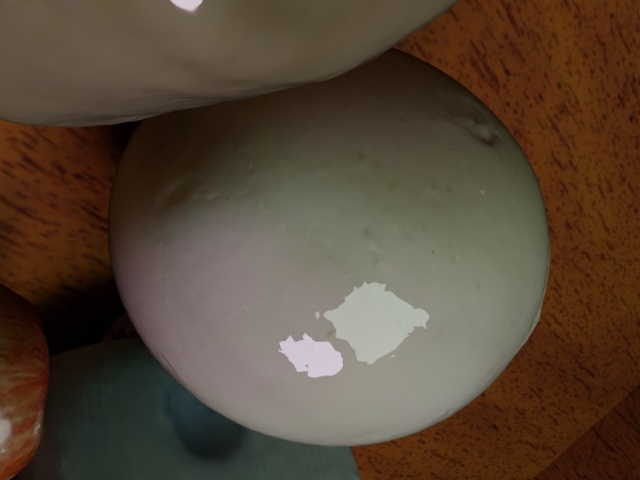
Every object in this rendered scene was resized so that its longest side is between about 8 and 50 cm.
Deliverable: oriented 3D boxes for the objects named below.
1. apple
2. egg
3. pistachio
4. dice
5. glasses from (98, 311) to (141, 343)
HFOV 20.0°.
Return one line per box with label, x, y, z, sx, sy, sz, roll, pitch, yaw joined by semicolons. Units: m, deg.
apple;-0.247;0.097;1.205;0.131;0.146;0.146;-3;146;-14
egg;0.000;0.000;1.236;0.283;0.283;0.345;-48;149;18
pistachio;-0.033;-0.222;0.817;0.445;0.281;0.365;-37;152;-47
dice;-0.133;0.246;1.393;0.264;0.263;0.268;7;143;-31
glasses;-0.127;0.124;1.514;0.162;0.095;0.255;-38;155;6
